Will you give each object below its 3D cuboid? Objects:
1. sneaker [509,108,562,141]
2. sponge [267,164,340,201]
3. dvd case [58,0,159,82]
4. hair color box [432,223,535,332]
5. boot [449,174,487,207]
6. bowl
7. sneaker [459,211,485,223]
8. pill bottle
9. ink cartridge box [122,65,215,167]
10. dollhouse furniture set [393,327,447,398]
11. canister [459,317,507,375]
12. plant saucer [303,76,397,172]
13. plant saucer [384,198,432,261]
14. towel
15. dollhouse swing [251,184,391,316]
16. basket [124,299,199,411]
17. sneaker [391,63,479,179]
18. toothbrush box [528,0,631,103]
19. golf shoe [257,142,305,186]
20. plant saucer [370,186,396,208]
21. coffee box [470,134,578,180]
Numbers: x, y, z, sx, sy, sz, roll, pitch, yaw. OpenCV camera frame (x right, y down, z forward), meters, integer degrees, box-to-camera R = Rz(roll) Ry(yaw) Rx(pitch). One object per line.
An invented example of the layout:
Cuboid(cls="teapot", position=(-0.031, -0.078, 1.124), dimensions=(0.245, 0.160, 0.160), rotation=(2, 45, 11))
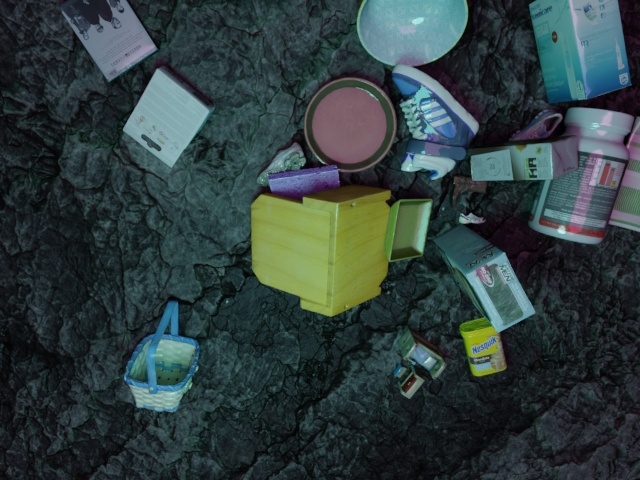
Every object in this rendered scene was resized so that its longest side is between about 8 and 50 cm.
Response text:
Cuboid(cls="sneaker", position=(0.637, -0.315, 1.433), dimensions=(0.071, 0.083, 0.191), rotation=(40, 101, -10))
Cuboid(cls="sponge", position=(-0.046, -0.162, 1.458), dimensions=(0.210, 0.031, 0.117), rotation=(-8, 137, 0))
Cuboid(cls="dvd case", position=(-0.605, -0.607, 1.380), dimensions=(0.179, 0.029, 0.239), rotation=(-30, 102, 6))
Cuboid(cls="hair color box", position=(0.449, 0.090, 1.374), dimensions=(0.113, 0.374, 0.185), rotation=(-30, 101, 6))
Cuboid(cls="boot", position=(0.463, -0.151, 1.495), dimensions=(0.114, 0.037, 0.106), rotation=(1, 105, -6))
Cuboid(cls="bowl", position=(0.242, -0.635, 1.301), dimensions=(0.289, 0.289, 0.156), rotation=(3, 60, -1))
Cuboid(cls="sneaker", position=(0.479, -0.073, 1.513), dimensions=(0.083, 0.032, 0.037), rotation=(-2, 102, -2))
Cuboid(cls="pill bottle", position=(0.758, -0.187, 1.397), dimensions=(0.210, 0.210, 0.363), rotation=(10, 103, -3))
Cuboid(cls="ink cartridge box", position=(-0.454, -0.367, 1.437), dimensions=(0.189, 0.066, 0.232), rotation=(39, 121, -9))
Cuboid(cls="dollhouse furniture set", position=(0.295, 0.414, 1.574), dimensions=(0.129, 0.129, 0.184), rotation=(34, 101, -8))
Cuboid(cls="canister", position=(0.541, 0.352, 1.592), dimensions=(0.126, 0.073, 0.170), rotation=(-16, 104, 3))
Cuboid(cls="plant saucer", position=(0.088, -0.344, 1.442), dimensions=(0.277, 0.041, 0.278), rotation=(0, 103, 0))
Cuboid(cls="plant saucer", position=(0.261, -0.039, 1.471), dimensions=(0.045, 0.188, 0.188), rotation=(19, 107, 41))
Cuboid(cls="towel", position=(1.009, -0.186, 1.468), dimensions=(0.247, 0.038, 0.325), rotation=(11, 103, -14))
Cuboid(cls="dollhouse swing", position=(0.000, 0.000, 1.485), dimensions=(0.315, 0.305, 0.347), rotation=(-17, 118, -39))
Cuboid(cls="basket", position=(-0.486, 0.364, 1.500), dimensions=(0.201, 0.255, 0.289), rotation=(5, 122, 0))
Cuboid(cls="sneaker", position=(0.283, -0.323, 1.399), dimensions=(0.322, 0.130, 0.236), rotation=(35, 94, -15))
Cuboid(cls="toothbrush box", position=(0.701, -0.541, 1.313), dimensions=(0.126, 0.216, 0.296), rotation=(-16, 103, 3))
Cuboid(cls="golf shoe", position=(-0.120, -0.230, 1.462), dimensions=(0.176, 0.086, 0.069), rotation=(-28, 141, 24))
Cuboid(cls="plant saucer", position=(0.161, -0.085, 1.509), dimensions=(0.168, 0.029, 0.168), rotation=(0, 103, -1))
Cuboid(cls="coffee box", position=(0.565, -0.228, 1.351), dimensions=(0.141, 0.246, 0.098), rotation=(-19, 106, -35))
